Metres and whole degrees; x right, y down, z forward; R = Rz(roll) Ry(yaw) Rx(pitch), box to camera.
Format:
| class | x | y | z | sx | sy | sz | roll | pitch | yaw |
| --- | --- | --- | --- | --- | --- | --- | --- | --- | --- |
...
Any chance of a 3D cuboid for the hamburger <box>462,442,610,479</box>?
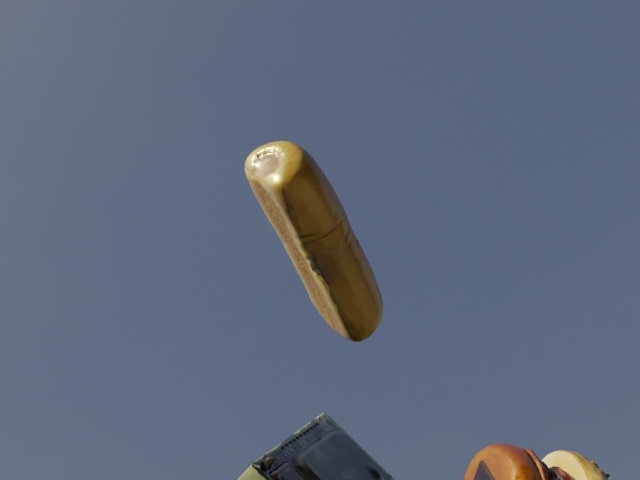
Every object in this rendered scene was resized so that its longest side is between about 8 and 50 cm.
| class | x | y | z | sx | sy | sz | roll | pitch | yaw |
| --- | --- | --- | --- | --- | --- | --- | --- | --- | --- |
| hamburger | 0.364 | 0.482 | 1.741 | 0.225 | 0.291 | 0.290 | 12 | -60 | -15 |

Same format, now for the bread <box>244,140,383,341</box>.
| class | x | y | z | sx | sy | sz | roll | pitch | yaw |
| --- | --- | --- | --- | --- | --- | --- | --- | --- | --- |
| bread | 0.000 | 0.000 | 1.430 | 0.091 | 0.142 | 0.305 | -32 | -57 | -8 |

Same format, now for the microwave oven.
| class | x | y | z | sx | sy | sz | roll | pitch | yaw |
| --- | --- | --- | --- | --- | --- | --- | --- | --- | --- |
| microwave oven | -0.053 | 0.488 | 1.629 | 0.333 | 0.247 | 0.394 | -47 | -10 | 12 |
